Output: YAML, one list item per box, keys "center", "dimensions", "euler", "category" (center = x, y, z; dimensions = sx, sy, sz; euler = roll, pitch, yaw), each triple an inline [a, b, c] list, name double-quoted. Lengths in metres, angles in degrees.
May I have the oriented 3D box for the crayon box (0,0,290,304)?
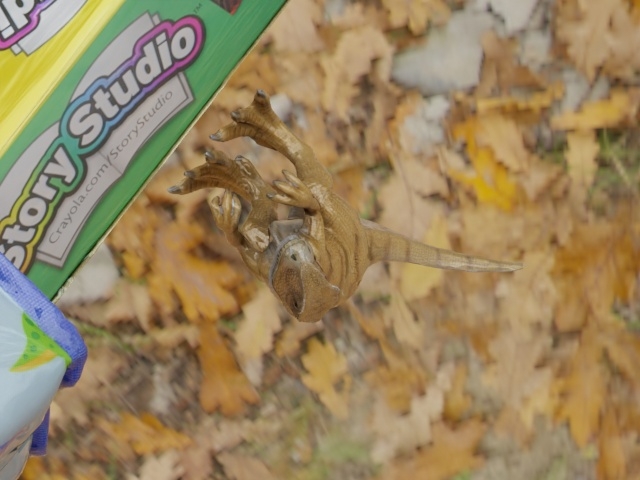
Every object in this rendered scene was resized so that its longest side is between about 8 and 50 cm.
- center: [-0.207, -0.114, 0.962]
  dimensions: [0.313, 0.106, 0.363]
  euler: [33, 82, 32]
  category: "crayon box"

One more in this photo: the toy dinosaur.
- center: [0.000, 0.000, 0.791]
  dimensions: [0.064, 0.211, 0.112]
  euler: [-43, 82, 19]
  category: "toy dinosaur"

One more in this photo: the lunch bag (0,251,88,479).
- center: [-0.154, 0.026, 0.470]
  dimensions: [0.151, 0.096, 0.129]
  euler: [43, 59, 8]
  category: "lunch bag"
